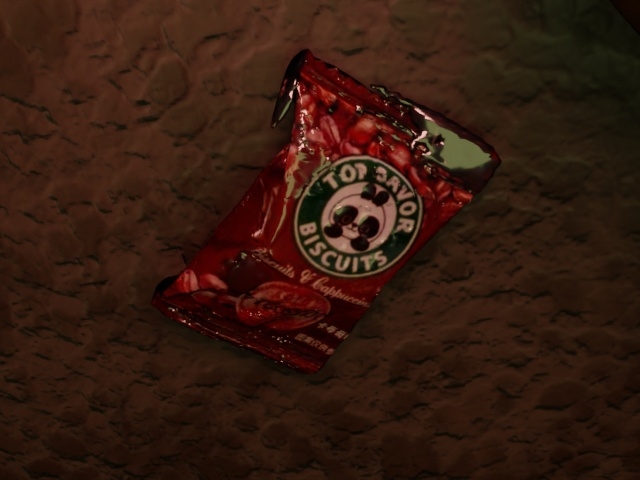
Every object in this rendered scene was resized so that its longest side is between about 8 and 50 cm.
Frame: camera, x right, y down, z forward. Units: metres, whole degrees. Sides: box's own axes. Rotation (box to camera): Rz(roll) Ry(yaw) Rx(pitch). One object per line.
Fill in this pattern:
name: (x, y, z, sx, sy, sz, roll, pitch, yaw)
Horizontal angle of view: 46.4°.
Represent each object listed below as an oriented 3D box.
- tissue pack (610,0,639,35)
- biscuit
tissue pack: (0.220, -0.138, 0.340, 0.274, 0.194, 0.145, 38, 115, -20)
biscuit: (-0.006, -0.002, 0.507, 0.151, 0.063, 0.235, 24, 115, -26)
